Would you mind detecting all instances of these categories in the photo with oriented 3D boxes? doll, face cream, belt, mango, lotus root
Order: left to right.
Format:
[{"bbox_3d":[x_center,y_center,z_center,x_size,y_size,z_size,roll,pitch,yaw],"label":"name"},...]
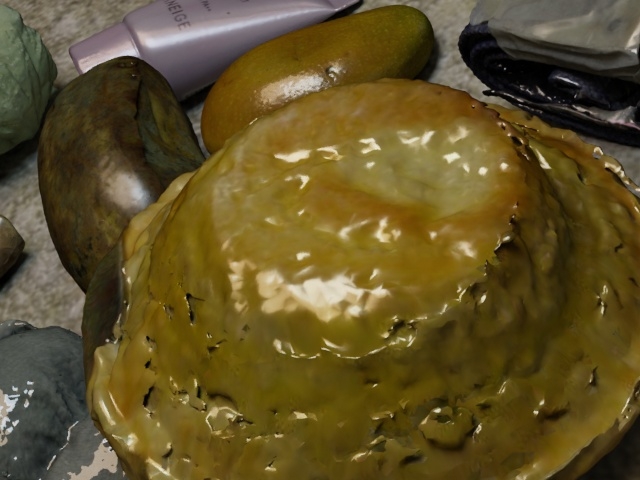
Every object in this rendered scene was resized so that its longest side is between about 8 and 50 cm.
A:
[{"bbox_3d":[-0.170,-0.045,1.556,0.152,0.160,0.275,-30,40,4],"label":"lotus root"},{"bbox_3d":[-0.145,0.190,1.354,0.340,0.158,0.246,16,52,15],"label":"doll"},{"bbox_3d":[-0.104,-0.206,1.724,0.273,0.096,0.154,-27,36,-5],"label":"face cream"},{"bbox_3d":[-0.002,-0.136,1.563,0.227,0.099,0.136,-28,33,2],"label":"mango"},{"bbox_3d":[0.213,-0.145,1.358,0.230,0.140,0.126,18,65,44],"label":"belt"}]

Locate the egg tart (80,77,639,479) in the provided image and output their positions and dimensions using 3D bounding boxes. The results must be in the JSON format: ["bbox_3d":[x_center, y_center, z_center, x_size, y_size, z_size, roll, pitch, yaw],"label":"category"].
[{"bbox_3d":[0.032,0.025,1.248,0.443,0.178,0.443,-8,44,7],"label":"egg tart"}]

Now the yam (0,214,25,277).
[{"bbox_3d":[-0.386,0.102,1.669,0.066,0.066,0.300,16,64,46],"label":"yam"}]

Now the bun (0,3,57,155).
[{"bbox_3d":[-0.346,-0.159,1.831,0.204,0.126,0.212,-52,26,28],"label":"bun"}]
